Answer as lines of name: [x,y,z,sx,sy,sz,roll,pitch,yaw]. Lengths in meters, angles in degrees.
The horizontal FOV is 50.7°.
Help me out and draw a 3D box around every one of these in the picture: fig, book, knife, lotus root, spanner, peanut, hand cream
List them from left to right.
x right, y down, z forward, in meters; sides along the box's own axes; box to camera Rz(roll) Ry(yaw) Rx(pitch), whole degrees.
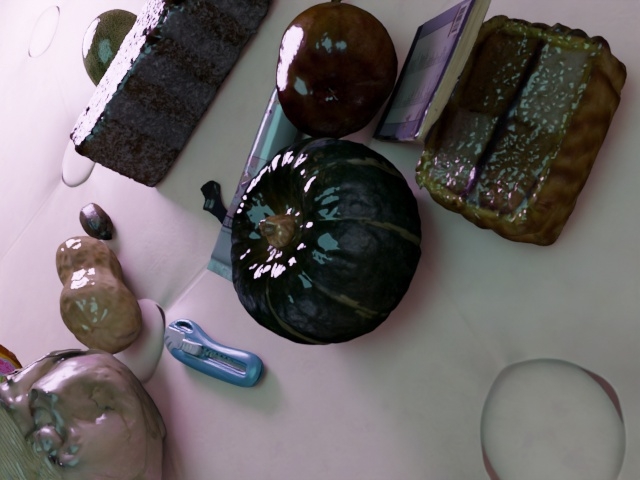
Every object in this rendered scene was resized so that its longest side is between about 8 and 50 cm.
peanut: [-0.389,0.084,1.149,0.123,0.124,0.256,-50,52,17]
lotus root: [-0.421,-0.033,1.267,0.099,0.049,0.054,44,104,35]
knife: [-0.163,0.163,0.985,0.222,0.031,0.064,13,81,43]
spanner: [-0.139,-0.030,1.044,0.046,0.012,0.208,-53,49,13]
hand cream: [-0.082,-0.099,0.993,0.085,0.058,0.331,21,94,36]
fig: [0.018,-0.265,0.913,0.170,0.146,0.274,-53,27,42]
book: [0.120,-0.185,0.773,0.231,0.026,0.157,-126,59,-79]

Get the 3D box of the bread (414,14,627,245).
bread: [0.206,-0.116,0.714,0.181,0.096,0.222,25,94,44]

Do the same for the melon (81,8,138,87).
melon: [-0.381,-0.360,1.283,0.139,0.139,0.192,-23,63,34]

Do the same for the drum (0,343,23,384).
drum: [-0.660,0.360,1.096,0.431,0.431,0.214,-56,48,12]

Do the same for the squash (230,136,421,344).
squash: [0.000,0.000,0.806,0.252,0.165,0.252,-17,63,38]

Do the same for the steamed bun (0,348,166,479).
steamed bun: [-0.336,0.298,0.989,0.268,0.207,0.280,17,118,35]

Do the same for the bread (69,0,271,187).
bread: [-0.249,-0.293,1.129,0.416,0.165,0.113,-56,43,13]
